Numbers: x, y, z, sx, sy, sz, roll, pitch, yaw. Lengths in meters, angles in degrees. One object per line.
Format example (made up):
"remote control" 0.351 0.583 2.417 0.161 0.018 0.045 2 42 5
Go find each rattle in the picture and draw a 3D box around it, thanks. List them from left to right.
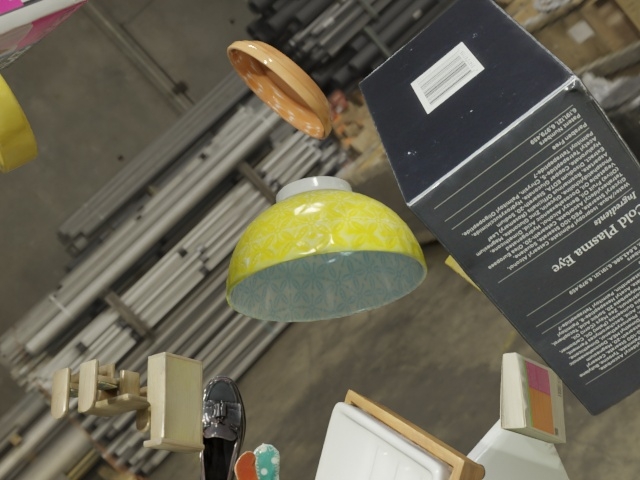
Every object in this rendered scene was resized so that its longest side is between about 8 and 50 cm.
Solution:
"rattle" -0.041 0.321 0.898 0.143 0.199 0.130 -49 6 34

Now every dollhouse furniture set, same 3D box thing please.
"dollhouse furniture set" -0.337 0.315 1.615 0.242 0.212 0.161 -19 62 32

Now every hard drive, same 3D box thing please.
"hard drive" 0.309 0.447 1.529 0.307 0.203 0.040 -37 19 -34

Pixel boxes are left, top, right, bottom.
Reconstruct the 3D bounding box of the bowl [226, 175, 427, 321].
"bowl" 0.000 0.000 1.289 0.289 0.289 0.156 -33 58 46

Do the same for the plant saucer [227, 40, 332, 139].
"plant saucer" -0.055 -0.233 1.337 0.037 0.200 0.200 -49 10 -8

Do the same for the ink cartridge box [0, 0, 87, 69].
"ink cartridge box" -0.347 -0.189 0.833 0.175 0.069 0.371 -20 18 42

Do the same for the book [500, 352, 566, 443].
"book" 0.281 0.207 1.154 0.035 0.144 0.096 -12 65 35

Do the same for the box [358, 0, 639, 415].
"box" 0.219 -0.054 0.920 0.179 0.312 0.343 -38 24 14

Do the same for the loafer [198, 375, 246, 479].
"loafer" -0.221 0.456 1.966 0.095 0.109 0.303 140 133 -81

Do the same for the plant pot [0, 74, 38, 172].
"plant pot" -0.760 -0.230 1.841 0.239 0.254 0.254 -34 5 -22

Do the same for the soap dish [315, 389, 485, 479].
"soap dish" 0.116 0.391 1.380 0.291 0.118 0.229 22 100 55

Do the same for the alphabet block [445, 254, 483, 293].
"alphabet block" 0.366 0.034 1.511 0.197 0.192 0.193 -54 18 4
